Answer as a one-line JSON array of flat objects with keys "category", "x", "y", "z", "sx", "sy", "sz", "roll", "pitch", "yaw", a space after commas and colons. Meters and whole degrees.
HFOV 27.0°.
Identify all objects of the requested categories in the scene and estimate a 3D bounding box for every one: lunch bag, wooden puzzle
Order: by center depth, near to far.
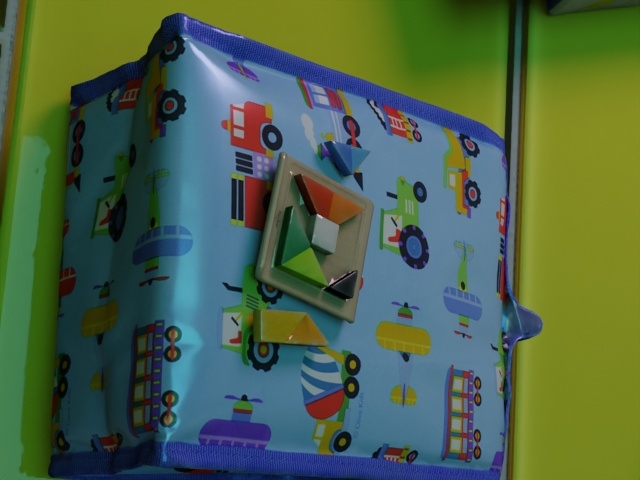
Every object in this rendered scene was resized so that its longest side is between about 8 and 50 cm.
[{"category": "wooden puzzle", "x": 0.000, "y": 0.000, "z": 0.660, "sx": 0.079, "sy": 0.014, "sz": 0.116, "roll": 21, "pitch": 67, "yaw": -43}, {"category": "lunch bag", "x": 0.013, "y": 0.027, "z": 0.748, "sx": 0.293, "sy": 0.138, "sz": 0.220, "roll": 10, "pitch": 74, "yaw": -32}]

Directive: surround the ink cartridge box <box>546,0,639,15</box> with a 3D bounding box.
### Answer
[{"category": "ink cartridge box", "x": 0.196, "y": -0.312, "z": 0.920, "sx": 0.307, "sy": 0.072, "sz": 0.303, "roll": -9, "pitch": 86, "yaw": -24}]
